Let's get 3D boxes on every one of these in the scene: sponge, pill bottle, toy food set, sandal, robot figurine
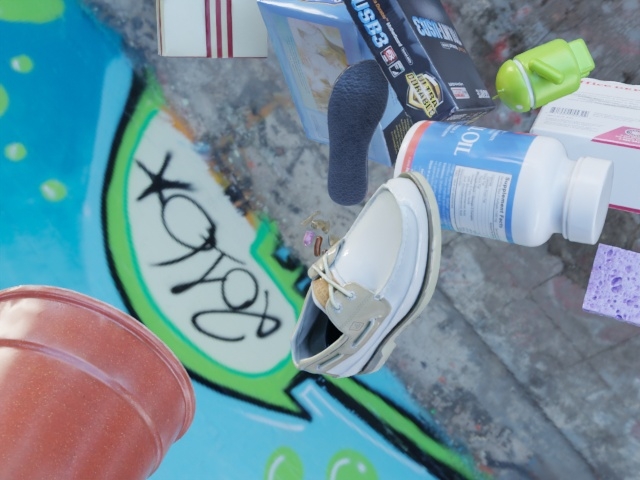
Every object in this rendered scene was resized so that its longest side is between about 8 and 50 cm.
[{"bbox_3d":[0.550,0.088,1.167,0.210,0.117,0.031,16,171,21],"label":"sponge"},{"bbox_3d":[0.205,-0.062,0.802,0.221,0.124,0.124,13,125,27],"label":"pill bottle"},{"bbox_3d":[0.000,0.000,1.517,0.019,0.078,0.122,7,130,56],"label":"toy food set"},{"bbox_3d":[0.053,-0.185,1.211,0.097,0.054,0.255,11,115,-1],"label":"sandal"},{"bbox_3d":[0.261,-0.195,0.846,0.115,0.101,0.067,-22,85,5],"label":"robot figurine"}]

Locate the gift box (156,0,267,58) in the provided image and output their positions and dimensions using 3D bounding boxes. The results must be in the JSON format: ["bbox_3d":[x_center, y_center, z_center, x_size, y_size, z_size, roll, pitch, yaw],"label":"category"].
[{"bbox_3d":[-0.255,-0.523,1.520,0.255,0.276,0.258,-146,55,-64],"label":"gift box"}]

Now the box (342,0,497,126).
[{"bbox_3d":[0.131,-0.297,1.007,0.073,0.295,0.293,-31,87,26],"label":"box"}]

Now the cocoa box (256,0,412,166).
[{"bbox_3d":[0.075,-0.357,1.354,0.231,0.228,0.347,24,153,33],"label":"cocoa box"}]

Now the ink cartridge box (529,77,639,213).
[{"bbox_3d":[0.401,-0.147,1.024,0.171,0.237,0.100,14,125,20],"label":"ink cartridge box"}]

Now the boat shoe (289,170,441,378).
[{"bbox_3d":[0.042,0.056,0.784,0.302,0.103,0.113,105,149,-41],"label":"boat shoe"}]

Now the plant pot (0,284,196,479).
[{"bbox_3d":[-0.299,0.233,0.707,0.272,0.265,0.273,8,129,10],"label":"plant pot"}]
